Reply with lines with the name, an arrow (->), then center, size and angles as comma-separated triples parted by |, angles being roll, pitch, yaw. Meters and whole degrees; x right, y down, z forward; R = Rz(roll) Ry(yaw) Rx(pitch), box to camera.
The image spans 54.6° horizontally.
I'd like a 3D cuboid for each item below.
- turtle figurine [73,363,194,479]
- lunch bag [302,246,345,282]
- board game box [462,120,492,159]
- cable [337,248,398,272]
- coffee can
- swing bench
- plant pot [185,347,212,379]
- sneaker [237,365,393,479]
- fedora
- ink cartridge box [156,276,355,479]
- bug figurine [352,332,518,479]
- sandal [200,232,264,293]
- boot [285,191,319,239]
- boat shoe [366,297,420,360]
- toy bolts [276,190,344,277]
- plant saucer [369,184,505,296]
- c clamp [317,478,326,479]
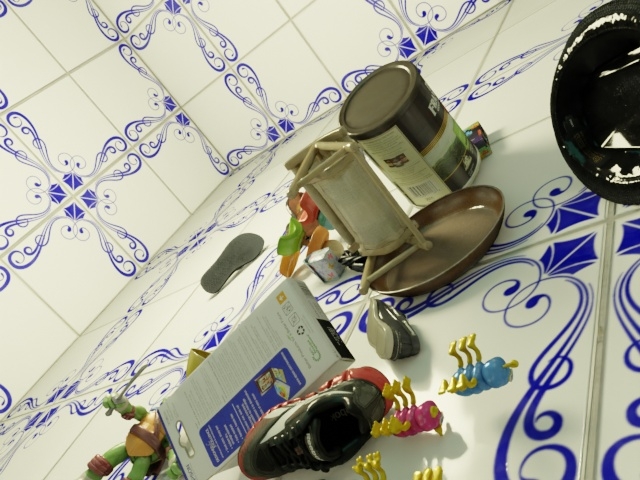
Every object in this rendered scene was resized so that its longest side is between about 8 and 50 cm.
turtle figurine -> -0.356, 0.391, 1.184 | 0.266, 0.198, 0.274 | -52, 18, -26
lunch bag -> 0.006, 0.063, 1.469 | 0.083, 0.071, 0.053 | -17, 32, 45
board game box -> 0.331, -0.212, 1.530 | 0.170, 0.048, 0.141 | -32, 18, 22
cable -> 0.116, 0.013, 1.410 | 0.150, 0.047, 0.184 | -46, 18, -21
coffee can -> 0.199, -0.226, 1.369 | 0.201, 0.275, 0.202 | -28, 41, 27
swing bench -> 0.064, -0.075, 1.230 | 0.165, 0.253, 0.255 | -36, 18, 9
plant pot -> -0.230, 0.297, 1.304 | 0.134, 0.134, 0.095 | 8, 73, 67
sneaker -> -0.022, 0.284, 0.902 | 0.276, 0.098, 0.135 | -33, 2, 17
fedora -> 0.502, -0.212, 0.936 | 0.152, 0.335, 0.334 | -11, 12, -14
ink cartridge box -> -0.122, 0.250, 1.062 | 0.371, 0.069, 0.176 | -44, 58, 15
bug figurine -> 0.134, 0.252, 0.746 | 0.216, 0.072, 0.279 | -30, 23, 45
sandal -> -0.292, 0.068, 2.032 | 0.254, 0.097, 0.054 | -42, -9, -12
boot -> 0.023, -0.132, 1.874 | 0.280, 0.096, 0.264 | -32, 18, 18
boat shoe -> 0.121, 0.153, 1.071 | 0.064, 0.075, 0.206 | 4, 11, -6
toy bolts -> 0.000, 0.000, 1.618 | 0.218, 0.158, 0.229 | 97, -166, -53
plant saucer -> 0.226, 0.008, 1.200 | 0.310, 0.050, 0.311 | -35, 18, 14
c clamp -> -0.010, 0.377, 0.820 | 0.137, 0.022, 0.161 | -42, 19, 7
